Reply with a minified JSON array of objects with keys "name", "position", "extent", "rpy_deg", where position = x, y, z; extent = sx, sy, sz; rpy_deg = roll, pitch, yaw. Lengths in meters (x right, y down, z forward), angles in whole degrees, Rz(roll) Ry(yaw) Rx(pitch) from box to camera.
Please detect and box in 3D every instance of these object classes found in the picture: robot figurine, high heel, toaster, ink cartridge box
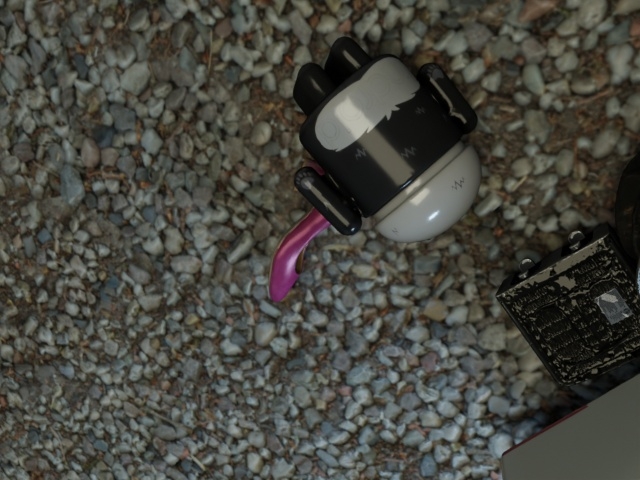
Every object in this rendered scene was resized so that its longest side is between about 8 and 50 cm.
[{"name":"robot figurine","position":[0.084,-0.127,0.915],"extent":[0.209,0.173,0.278],"rpy_deg":[-41,90,28]},{"name":"high heel","position":[0.000,0.000,1.044],"extent":[0.117,0.082,0.244],"rpy_deg":[20,108,3]},{"name":"toaster","position":[0.352,0.088,0.919],"extent":[0.168,0.110,0.185],"rpy_deg":[-35,93,26]},{"name":"ink cartridge box","position":[0.467,0.374,0.892],"extent":[0.385,0.160,0.279],"rpy_deg":[41,117,-14]}]

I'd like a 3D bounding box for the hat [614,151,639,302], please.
[{"name":"hat","position":[0.442,-0.054,0.818],"extent":[0.134,0.331,0.331],"rpy_deg":[34,126,57]}]
